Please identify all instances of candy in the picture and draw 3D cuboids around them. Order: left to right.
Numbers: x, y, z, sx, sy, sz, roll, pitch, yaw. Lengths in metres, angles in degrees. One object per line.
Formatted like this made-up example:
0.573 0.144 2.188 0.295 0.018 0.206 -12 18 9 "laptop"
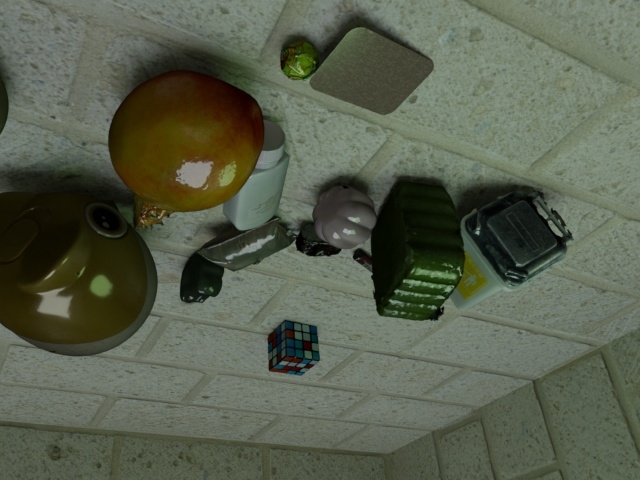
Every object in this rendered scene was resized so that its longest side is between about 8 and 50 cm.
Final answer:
0.027 -0.364 1.314 0.262 0.073 0.077 13 142 -34 "candy"

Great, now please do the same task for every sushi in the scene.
0.000 0.000 1.796 0.151 0.090 0.078 -1 139 -26 "sushi"

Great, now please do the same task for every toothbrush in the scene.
0.223 0.120 2.044 0.041 0.040 0.364 -26 140 27 "toothbrush"

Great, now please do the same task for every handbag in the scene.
-0.209 0.012 1.770 0.271 0.117 0.182 -23 157 10 "handbag"

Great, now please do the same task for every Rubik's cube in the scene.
-0.106 0.420 2.325 0.151 0.154 0.155 14 141 -27 "Rubik's cube"

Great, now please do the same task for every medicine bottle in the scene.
-0.161 -0.161 1.505 0.161 0.111 0.296 -34 159 -30 "medicine bottle"

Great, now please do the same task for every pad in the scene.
0.116 -0.363 1.312 0.266 0.002 0.176 9 139 -41 "pad"

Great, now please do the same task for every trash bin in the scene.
0.524 0.043 1.785 0.296 0.255 0.367 -28 164 -24 "trash bin"

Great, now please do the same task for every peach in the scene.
-0.275 -0.213 1.271 0.333 0.307 0.308 -20 143 15 "peach"

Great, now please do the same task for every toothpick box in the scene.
-0.651 0.075 1.551 0.410 0.408 0.425 -10 150 7 "toothpick box"

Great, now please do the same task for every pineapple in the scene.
-0.406 -0.100 1.566 0.164 0.139 0.250 16 137 -29 "pineapple"

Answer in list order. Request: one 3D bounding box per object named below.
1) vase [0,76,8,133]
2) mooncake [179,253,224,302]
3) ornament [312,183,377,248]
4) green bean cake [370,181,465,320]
-0.788 -0.214 1.205 0.241 0.302 0.329 19 139 -32 "vase"
-0.371 0.131 1.869 0.104 0.175 0.168 23 95 -29 "mooncake"
0.071 -0.063 1.650 0.178 0.177 0.177 -4 145 -3 "ornament"
0.278 0.039 1.680 0.218 0.334 0.319 4 147 -11 "green bean cake"
